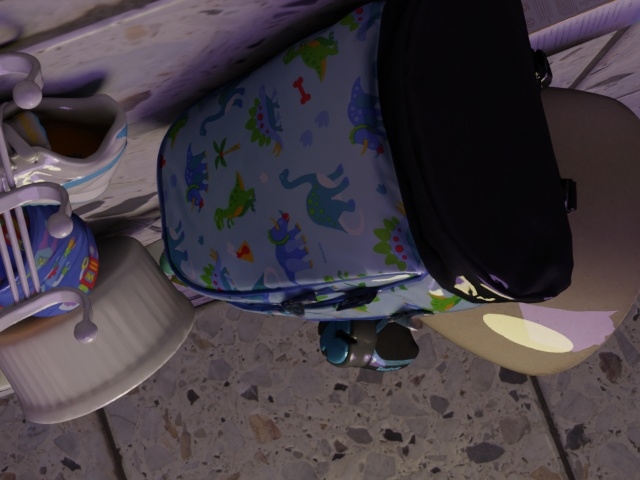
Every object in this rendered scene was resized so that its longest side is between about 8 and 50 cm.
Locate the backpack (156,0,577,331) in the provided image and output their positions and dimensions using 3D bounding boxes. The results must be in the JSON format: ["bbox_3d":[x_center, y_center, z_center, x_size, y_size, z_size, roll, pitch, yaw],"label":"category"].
[{"bbox_3d":[0.015,-0.054,0.931,0.273,0.290,0.355,-7,176,-29],"label":"backpack"}]

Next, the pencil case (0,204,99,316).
[{"bbox_3d":[-0.308,0.012,1.017,0.133,0.119,0.306,-60,177,-6],"label":"pencil case"}]

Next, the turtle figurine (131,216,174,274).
[{"bbox_3d":[-0.163,-0.009,1.448,0.234,0.118,0.175,-23,177,-39],"label":"turtle figurine"}]

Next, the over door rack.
[{"bbox_3d":[-0.316,0.031,0.666,0.324,0.108,0.239,-19,133,-20],"label":"over door rack"}]

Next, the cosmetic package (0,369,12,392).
[{"bbox_3d":[-0.507,0.161,1.608,0.453,0.161,0.230,-16,174,-39],"label":"cosmetic package"}]

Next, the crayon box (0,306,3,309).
[{"bbox_3d":[-0.486,0.072,1.218,0.318,0.081,0.202,-18,175,-15],"label":"crayon box"}]

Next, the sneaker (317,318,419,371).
[{"bbox_3d":[0.069,0.038,1.537,0.139,0.341,0.125,14,152,-29],"label":"sneaker"}]

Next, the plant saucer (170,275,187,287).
[{"bbox_3d":[-0.111,0.028,1.592,0.188,0.045,0.188,15,-148,42],"label":"plant saucer"}]

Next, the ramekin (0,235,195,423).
[{"bbox_3d":[-0.327,0.113,1.418,0.277,0.135,0.277,-25,-157,11],"label":"ramekin"}]

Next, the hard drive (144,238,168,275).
[{"bbox_3d":[-0.171,0.003,1.843,0.233,0.047,0.353,-23,173,31],"label":"hard drive"}]

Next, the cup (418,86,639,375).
[{"bbox_3d":[0.168,-0.034,1.123,0.237,0.331,0.331,14,159,-25],"label":"cup"}]

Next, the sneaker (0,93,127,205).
[{"bbox_3d":[-0.255,-0.063,0.773,0.228,0.087,0.092,-20,163,-36],"label":"sneaker"}]

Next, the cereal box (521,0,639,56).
[{"bbox_3d":[0.244,-0.227,1.046,0.240,0.047,0.173,-21,176,8],"label":"cereal box"}]
